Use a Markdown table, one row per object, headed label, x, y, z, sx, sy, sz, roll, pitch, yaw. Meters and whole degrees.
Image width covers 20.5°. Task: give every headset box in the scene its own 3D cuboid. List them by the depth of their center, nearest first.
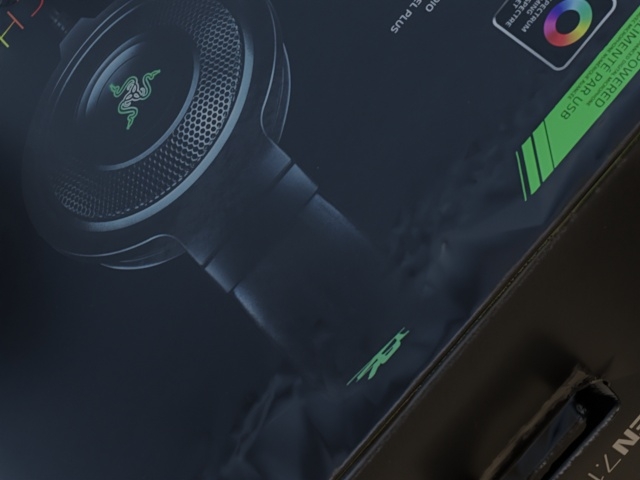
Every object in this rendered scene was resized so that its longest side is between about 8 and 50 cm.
| label | x | y | z | sx | sy | sz | roll | pitch | yaw |
| --- | --- | --- | --- | --- | --- | --- | --- | --- | --- |
| headset box | 0.000 | 0.000 | 0.585 | 0.246 | 0.283 | 0.131 | -49 | -43 | 6 |
